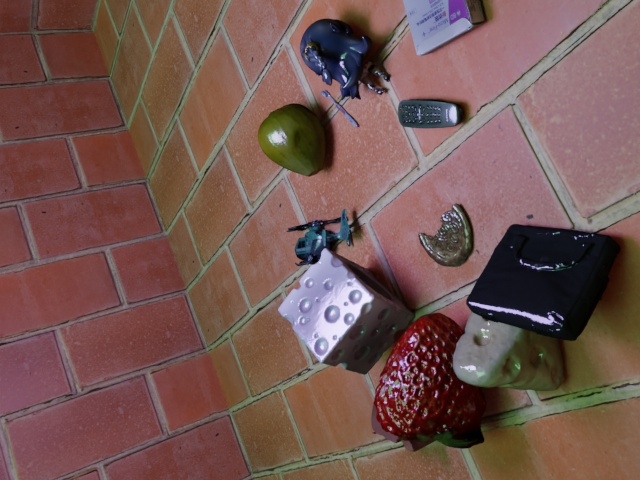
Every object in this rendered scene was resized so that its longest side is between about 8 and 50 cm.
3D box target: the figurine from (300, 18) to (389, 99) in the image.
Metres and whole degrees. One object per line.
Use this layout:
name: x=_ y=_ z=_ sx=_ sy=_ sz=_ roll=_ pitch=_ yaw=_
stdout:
figurine: x=0.056 y=-0.503 z=1.768 sx=0.175 sy=0.197 sz=0.265 roll=-54 pitch=45 yaw=7

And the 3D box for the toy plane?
toy plane: x=0.000 y=0.000 z=2.116 sx=0.381 sy=0.106 sz=0.155 roll=-15 pitch=78 yaw=63

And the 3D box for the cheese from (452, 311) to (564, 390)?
cheese: x=0.415 y=0.220 z=1.458 sx=0.173 sy=0.251 sz=0.248 roll=-20 pitch=70 yaw=57

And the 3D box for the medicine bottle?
medicine bottle: x=0.284 y=-0.544 z=1.498 sx=0.201 sy=0.052 sz=0.171 roll=-11 pitch=94 yaw=60

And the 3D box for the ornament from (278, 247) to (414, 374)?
ornament: x=0.074 y=0.208 z=1.862 sx=0.240 sy=0.239 sz=0.240 roll=-52 pitch=51 yaw=8

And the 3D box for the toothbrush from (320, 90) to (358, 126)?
toothbrush: x=0.058 y=-0.397 z=1.935 sx=0.193 sy=0.019 sz=0.013 roll=51 pitch=140 yaw=31

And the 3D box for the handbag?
handbag: x=0.462 y=0.081 z=1.345 sx=0.088 sy=0.244 sz=0.275 roll=39 pitch=164 yaw=-29

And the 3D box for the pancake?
pancake: x=0.325 y=-0.019 z=1.674 sx=0.184 sy=0.020 sz=0.191 roll=39 pitch=133 yaw=45

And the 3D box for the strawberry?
strawberry: x=0.282 y=0.377 z=1.678 sx=0.292 sy=0.291 sz=0.310 roll=130 pitch=145 yaw=-52

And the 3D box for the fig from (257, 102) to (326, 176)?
fig: x=-0.074 y=-0.319 z=2.013 sx=0.230 sy=0.207 sz=0.207 roll=31 pitch=134 yaw=11

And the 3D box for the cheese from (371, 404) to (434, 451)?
cheese: x=0.239 y=0.496 z=1.910 sx=0.202 sy=0.128 sz=0.177 roll=8 pitch=109 yaw=57

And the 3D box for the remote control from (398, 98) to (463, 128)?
remote control: x=0.271 y=-0.318 z=1.615 sx=0.222 sy=0.042 sz=0.072 roll=18 pitch=117 yaw=55
